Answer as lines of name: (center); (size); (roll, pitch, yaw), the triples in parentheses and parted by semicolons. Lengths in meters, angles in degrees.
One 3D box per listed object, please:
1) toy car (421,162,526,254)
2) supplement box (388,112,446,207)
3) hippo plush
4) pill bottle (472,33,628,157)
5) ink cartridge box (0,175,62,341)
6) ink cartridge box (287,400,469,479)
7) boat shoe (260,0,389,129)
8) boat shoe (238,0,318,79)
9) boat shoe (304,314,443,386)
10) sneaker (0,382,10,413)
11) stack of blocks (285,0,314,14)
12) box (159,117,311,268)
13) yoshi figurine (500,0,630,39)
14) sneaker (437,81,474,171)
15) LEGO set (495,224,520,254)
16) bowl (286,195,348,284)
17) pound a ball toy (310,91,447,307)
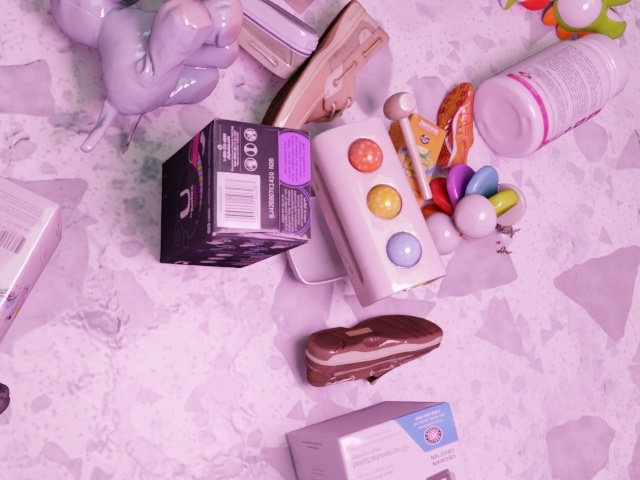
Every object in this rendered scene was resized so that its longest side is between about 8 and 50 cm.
toy car: (0.252, -0.065, 1.502); (0.159, 0.182, 0.136); (-19, 83, -45)
supplement box: (0.138, -0.101, 1.508); (0.078, 0.080, 0.233); (26, 69, -18)
hippo plush: (-0.279, -0.316, 1.313); (0.294, 0.234, 0.236); (-45, 81, 16)
pill bottle: (0.438, -0.279, 1.636); (0.283, 0.160, 0.160); (-30, 94, -26)
ink cartridge box: (-0.470, 0.036, 1.132); (0.171, 0.168, 0.232); (27, 70, -7)
ink cartridge box: (0.101, 0.402, 1.329); (0.198, 0.197, 0.269); (-13, 87, -26)
boat shoe: (0.012, -0.258, 1.452); (0.110, 0.122, 0.341); (38, 66, -13)
boat shoe: (-0.148, -0.370, 1.398); (0.302, 0.109, 0.094); (35, 108, 4)
boat shoe: (0.085, 0.187, 1.436); (0.258, 0.095, 0.095); (-4, 116, -28)
sneaker: (-0.544, 0.292, 1.104); (0.331, 0.122, 0.146); (-26, 111, -30)
stack of blocks: (-0.091, -0.530, 1.427); (0.297, 0.171, 0.087); (38, 67, -13)
box: (-0.132, -0.058, 1.263); (0.144, 0.270, 0.165); (4, 78, -24)
yoshi figurine: (0.483, -0.540, 1.693); (0.362, 0.203, 0.203); (28, 63, -21)
sneaker: (0.253, -0.206, 1.600); (0.067, 0.064, 0.175); (21, 78, -39)
LEGO set: (0.342, -0.015, 1.622); (0.054, 0.023, 0.083); (24, 84, -17)
bowl: (0.000, 0.000, 1.437); (0.142, 0.053, 0.141); (-14, 87, -28)
pound a ball toy: (0.113, -0.081, 1.379); (0.208, 0.136, 0.319); (-18, 81, -18)
